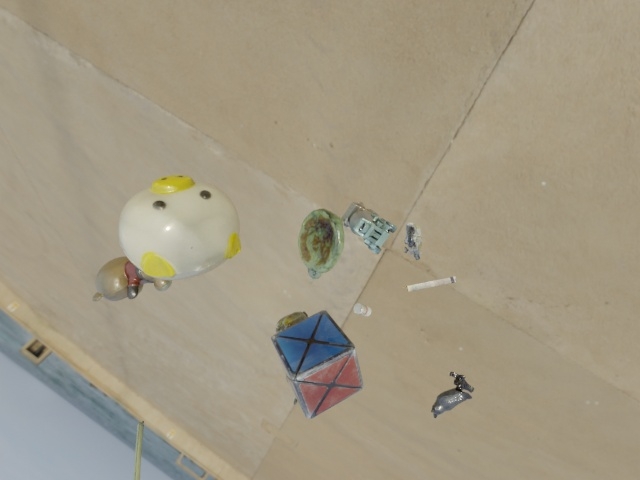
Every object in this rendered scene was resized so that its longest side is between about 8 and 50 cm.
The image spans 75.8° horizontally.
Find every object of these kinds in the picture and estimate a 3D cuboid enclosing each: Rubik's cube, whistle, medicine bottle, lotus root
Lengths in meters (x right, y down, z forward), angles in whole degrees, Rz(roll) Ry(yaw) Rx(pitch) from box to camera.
[{"bbox_3d":[-0.011,0.466,1.574,0.260,0.259,0.254,-131,24,-52],"label":"Rubik's cube"},{"bbox_3d":[-0.016,0.125,1.969,0.077,0.235,0.113,22,105,3],"label":"whistle"},{"bbox_3d":[0.220,0.365,2.155,0.057,0.057,0.089,-2,160,43],"label":"medicine bottle"},{"bbox_3d":[-0.120,0.368,1.843,0.113,0.192,0.088,-36,80,34],"label":"lotus root"}]

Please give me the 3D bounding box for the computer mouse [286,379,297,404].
[{"bbox_3d":[-0.078,0.598,1.905,0.167,0.379,0.090,13,129,5],"label":"computer mouse"}]

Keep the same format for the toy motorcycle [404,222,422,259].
[{"bbox_3d":[0.407,-0.009,1.785,0.074,0.151,0.228,-5,155,22],"label":"toy motorcycle"}]

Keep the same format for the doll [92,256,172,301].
[{"bbox_3d":[-0.733,0.134,1.616,0.330,0.235,0.174,-17,124,14],"label":"doll"}]

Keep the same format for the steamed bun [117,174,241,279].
[{"bbox_3d":[-0.447,-0.038,1.329,0.334,0.374,0.333,35,135,43],"label":"steamed bun"}]

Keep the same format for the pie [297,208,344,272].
[{"bbox_3d":[0.000,0.000,1.454,0.054,0.240,0.241,4,174,-39],"label":"pie"}]

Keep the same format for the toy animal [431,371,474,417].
[{"bbox_3d":[0.564,0.679,1.739,0.117,0.210,0.121,23,156,52],"label":"toy animal"}]

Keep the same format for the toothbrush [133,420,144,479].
[{"bbox_3d":[-0.423,0.567,0.939,0.028,0.294,0.026,-11,143,5],"label":"toothbrush"}]

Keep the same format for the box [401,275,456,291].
[{"bbox_3d":[0.510,0.209,1.941,0.247,0.033,0.129,-14,171,14],"label":"box"}]

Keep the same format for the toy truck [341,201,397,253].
[{"bbox_3d":[0.146,-0.055,1.370,0.140,0.108,0.256,30,-169,-22],"label":"toy truck"}]
